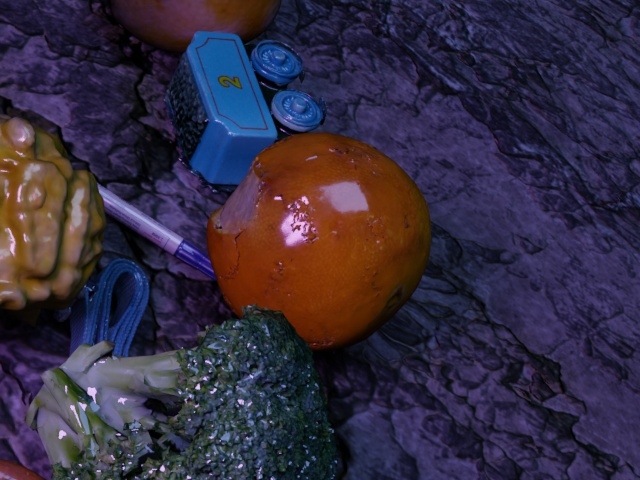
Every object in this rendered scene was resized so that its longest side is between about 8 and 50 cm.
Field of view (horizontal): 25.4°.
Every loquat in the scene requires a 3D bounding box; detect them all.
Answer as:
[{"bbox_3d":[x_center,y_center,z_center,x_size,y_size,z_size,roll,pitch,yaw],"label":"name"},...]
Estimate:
[{"bbox_3d":[-0.161,-0.320,1.782,0.227,0.179,0.179,-2,50,-28],"label":"loquat"}]

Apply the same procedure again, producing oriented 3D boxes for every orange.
[{"bbox_3d":[0.000,0.000,1.513,0.240,0.240,0.240,19,41,-17],"label":"orange"}]

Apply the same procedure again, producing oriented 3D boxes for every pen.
[{"bbox_3d":[-0.190,-0.014,1.564,0.204,0.025,0.025,33,38,-2],"label":"pen"}]

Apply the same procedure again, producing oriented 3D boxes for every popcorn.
[{"bbox_3d":[-0.325,-0.010,1.320,0.249,0.249,0.225,11,75,-26],"label":"popcorn"}]

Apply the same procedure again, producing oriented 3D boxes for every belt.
[{"bbox_3d":[-0.228,0.083,1.407,0.100,0.065,0.179,28,37,-22],"label":"belt"}]

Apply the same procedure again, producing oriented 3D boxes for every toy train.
[{"bbox_3d":[-0.095,-0.159,1.714,0.163,0.112,0.203,1,47,-29],"label":"toy train"}]

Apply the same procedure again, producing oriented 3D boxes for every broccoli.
[{"bbox_3d":[-0.112,0.181,1.209,0.275,0.308,0.308,36,38,11],"label":"broccoli"}]

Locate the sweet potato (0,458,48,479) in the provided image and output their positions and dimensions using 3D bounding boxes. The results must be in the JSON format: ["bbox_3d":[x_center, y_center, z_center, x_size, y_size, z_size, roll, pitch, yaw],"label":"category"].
[{"bbox_3d":[-0.285,0.219,1.228,0.202,0.055,0.058,15,31,-21],"label":"sweet potato"}]
